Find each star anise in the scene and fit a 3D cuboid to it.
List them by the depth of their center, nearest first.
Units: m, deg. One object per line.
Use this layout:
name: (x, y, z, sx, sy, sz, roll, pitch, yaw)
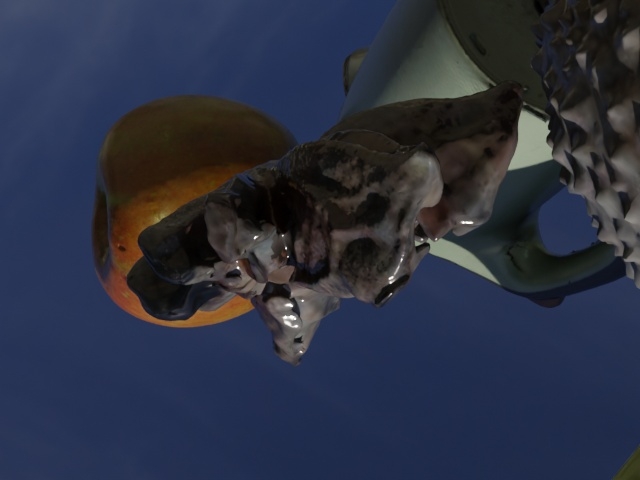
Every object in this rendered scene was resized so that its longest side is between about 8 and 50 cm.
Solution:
star anise: (0.003, -0.002, 1.086, 0.257, 0.198, 0.110, -30, -101, 41)

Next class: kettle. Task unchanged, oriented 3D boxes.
kettle: (0.122, -0.074, 1.267, 0.165, 0.240, 0.255, -31, 171, -28)

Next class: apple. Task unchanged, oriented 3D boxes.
apple: (-0.098, -0.027, 1.646, 0.196, 0.196, 0.196, -19, -137, 19)

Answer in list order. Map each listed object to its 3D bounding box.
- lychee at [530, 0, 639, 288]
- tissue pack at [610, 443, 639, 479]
lychee: (0.242, -0.080, 0.883, 0.300, 0.300, 0.300, -19, -137, 19)
tissue pack: (0.234, 0.202, 1.187, 0.234, 0.159, 0.125, -54, -133, 18)
